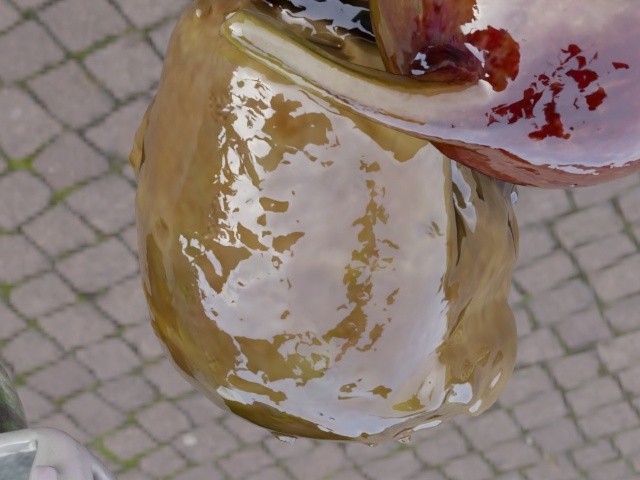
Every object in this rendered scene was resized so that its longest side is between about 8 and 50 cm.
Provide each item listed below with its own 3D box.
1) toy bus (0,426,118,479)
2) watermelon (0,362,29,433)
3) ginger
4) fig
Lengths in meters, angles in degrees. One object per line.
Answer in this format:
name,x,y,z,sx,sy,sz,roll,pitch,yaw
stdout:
toy bus,-0.196,0.141,0.413,0.342,0.138,0.097,-12,137,13
watermelon,-0.350,0.176,1.143,0.285,0.285,0.285,-6,139,-5
ginger,-0.004,-0.001,0.864,0.200,0.223,0.269,8,169,27
fig,0.082,-0.085,0.626,0.175,0.207,0.175,25,144,20
